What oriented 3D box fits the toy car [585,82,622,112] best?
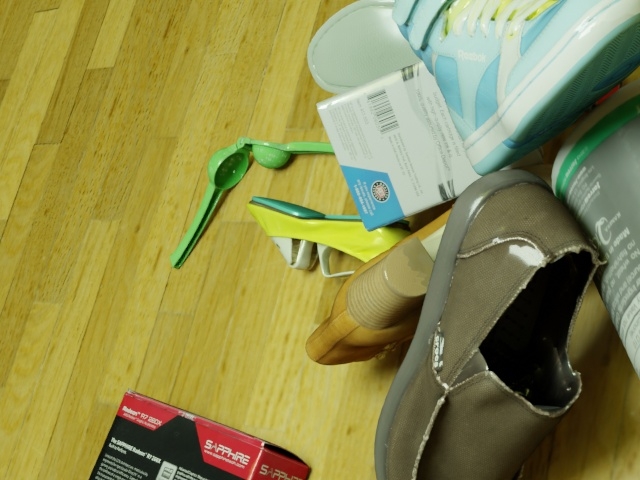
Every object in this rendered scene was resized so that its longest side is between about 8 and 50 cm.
[{"bbox_3d":[0.174,-0.203,1.178,0.239,0.053,0.225,-25,92,26],"label":"toy car"}]

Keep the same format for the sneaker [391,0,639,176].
[{"bbox_3d":[0.148,-0.186,0.926,0.127,0.319,0.208,-28,83,-15],"label":"sneaker"}]

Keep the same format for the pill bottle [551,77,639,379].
[{"bbox_3d":[0.337,0.050,0.882,0.204,0.204,0.361,-33,52,20],"label":"pill bottle"}]

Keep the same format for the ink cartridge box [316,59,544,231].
[{"bbox_3d":[0.112,-0.109,1.129,0.190,0.082,0.140,-21,94,10],"label":"ink cartridge box"}]

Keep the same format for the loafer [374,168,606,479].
[{"bbox_3d":[0.141,0.128,0.948,0.130,0.133,0.366,42,129,56],"label":"loafer"}]

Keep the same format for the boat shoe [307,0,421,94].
[{"bbox_3d":[0.127,-0.245,1.277,0.302,0.091,0.114,-13,99,31],"label":"boat shoe"}]

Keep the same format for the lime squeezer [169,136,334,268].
[{"bbox_3d":[-0.079,-0.081,1.369,0.310,0.059,0.110,-27,53,23],"label":"lime squeezer"}]

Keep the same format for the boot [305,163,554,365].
[{"bbox_3d":[0.130,0.028,1.108,0.104,0.295,0.211,63,152,11],"label":"boot"}]

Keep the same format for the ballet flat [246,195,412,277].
[{"bbox_3d":[0.000,0.000,1.259,0.231,0.077,0.077,11,92,38],"label":"ballet flat"}]

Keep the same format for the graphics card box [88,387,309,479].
[{"bbox_3d":[-0.181,0.368,1.190,0.232,0.094,0.371,11,74,40],"label":"graphics card box"}]
